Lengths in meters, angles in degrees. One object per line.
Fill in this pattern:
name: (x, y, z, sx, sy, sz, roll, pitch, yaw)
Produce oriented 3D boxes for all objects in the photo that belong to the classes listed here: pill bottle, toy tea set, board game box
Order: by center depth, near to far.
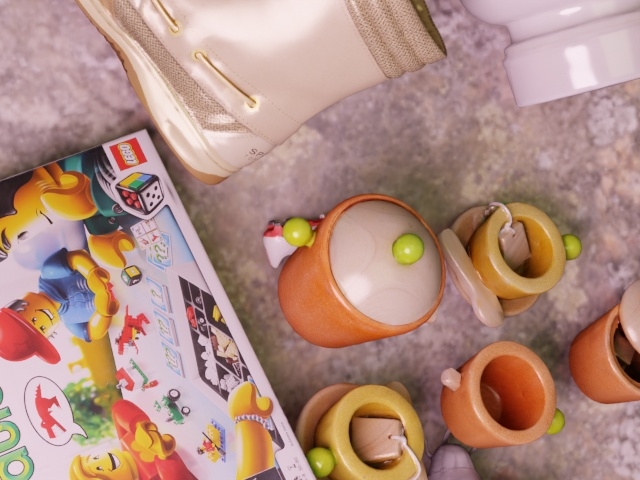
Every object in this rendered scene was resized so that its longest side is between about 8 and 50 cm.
board game box: (-0.139, 0.095, 1.047, 0.193, 0.053, 0.305, -22, 72, -18)
toy tea set: (0.123, 0.053, 1.125, 0.336, 0.124, 0.200, -12, 78, -33)
pill bottle: (0.161, -0.253, 1.152, 0.169, 0.169, 0.302, -17, 94, -18)

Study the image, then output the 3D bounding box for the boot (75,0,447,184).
boot: (-0.056, -0.188, 1.069, 0.203, 0.095, 0.262, -26, 103, 19)

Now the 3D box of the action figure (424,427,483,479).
action figure: (0.088, 0.274, 1.160, 0.185, 0.099, 0.285, 1, 85, -11)

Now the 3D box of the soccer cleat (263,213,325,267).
soccer cleat: (0.000, 0.000, 1.169, 0.083, 0.029, 0.036, -7, 100, -15)
